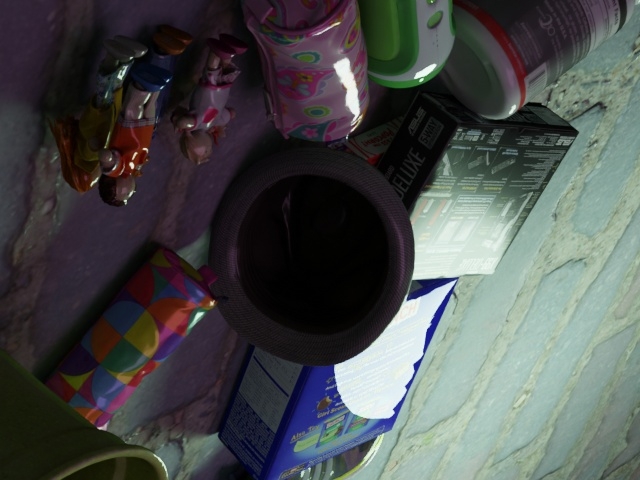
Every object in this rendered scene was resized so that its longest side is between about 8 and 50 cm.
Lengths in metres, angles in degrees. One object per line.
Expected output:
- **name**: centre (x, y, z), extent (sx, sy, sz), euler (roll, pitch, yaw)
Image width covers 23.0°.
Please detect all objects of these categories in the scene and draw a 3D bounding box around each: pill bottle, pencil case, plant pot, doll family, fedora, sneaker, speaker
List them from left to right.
- **plant pot**: centre (-0.342, 0.237, 1.614), extent (0.276, 0.254, 0.276), euler (-35, 150, -24)
- **pencil case**: centre (-0.216, 0.116, 1.808), extent (0.236, 0.104, 0.104), euler (-47, 153, 3)
- **doll family**: centre (-0.182, -0.124, 1.549), extent (0.263, 0.118, 0.163), euler (-35, 150, -61)
- **pencil case**: centre (-0.014, -0.198, 1.613), extent (0.124, 0.124, 0.284), euler (-41, 163, -11)
- **sneaker**: centre (-0.019, 0.319, 2.352), extent (0.300, 0.111, 0.121), euler (-39, 148, -19)
- **fedora**: centre (0.000, 0.000, 1.878), extent (0.124, 0.244, 0.275), euler (-58, 165, -60)
- **speaker**: centre (0.077, -0.289, 1.648), extent (0.131, 0.131, 0.296), euler (-39, 153, -16)
- **pill bottle**: centre (0.274, -0.287, 1.898), extent (0.283, 0.161, 0.161), euler (-38, 152, -18)

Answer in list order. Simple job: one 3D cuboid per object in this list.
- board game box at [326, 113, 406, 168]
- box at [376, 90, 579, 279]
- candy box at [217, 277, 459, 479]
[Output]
- **board game box**: centre (0.055, -0.058, 2.016), extent (0.147, 0.045, 0.193), euler (-26, 146, -35)
- **box**: centre (0.180, -0.066, 2.043), extent (0.307, 0.076, 0.242), euler (-3, 128, -52)
- **candy box**: centre (0.024, 0.162, 2.183), extent (0.268, 0.122, 0.317), euler (-18, 142, -41)
